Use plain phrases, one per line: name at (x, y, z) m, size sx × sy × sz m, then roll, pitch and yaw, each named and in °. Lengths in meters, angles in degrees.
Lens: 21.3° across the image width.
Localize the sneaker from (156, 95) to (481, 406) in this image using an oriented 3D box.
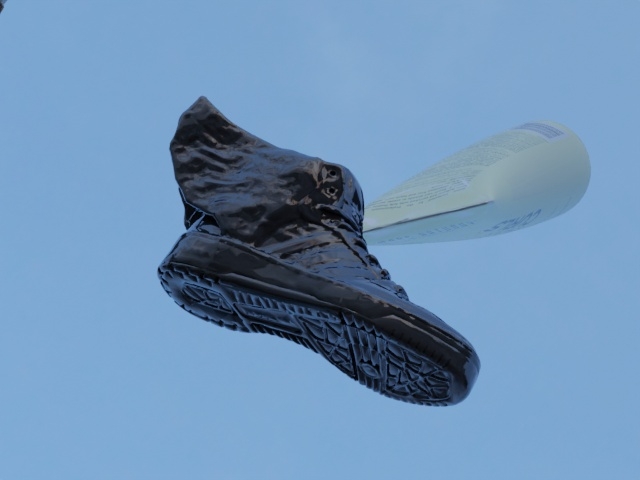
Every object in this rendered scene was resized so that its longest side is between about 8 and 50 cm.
sneaker at (0.000, 0.002, 0.704) m, size 0.170 × 0.089 × 0.051 m, roll 19°, pitch -35°, yaw 22°

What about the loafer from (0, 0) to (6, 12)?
loafer at (-0.189, -0.131, 0.902) m, size 0.056 × 0.050 × 0.148 m, roll 20°, pitch -86°, yaw 30°

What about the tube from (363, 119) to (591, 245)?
tube at (0.087, -0.025, 0.933) m, size 0.062 × 0.240 × 0.070 m, roll 38°, pitch -69°, yaw 15°
